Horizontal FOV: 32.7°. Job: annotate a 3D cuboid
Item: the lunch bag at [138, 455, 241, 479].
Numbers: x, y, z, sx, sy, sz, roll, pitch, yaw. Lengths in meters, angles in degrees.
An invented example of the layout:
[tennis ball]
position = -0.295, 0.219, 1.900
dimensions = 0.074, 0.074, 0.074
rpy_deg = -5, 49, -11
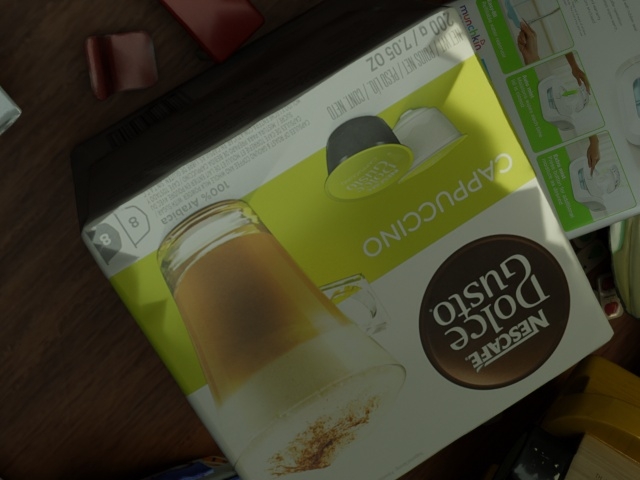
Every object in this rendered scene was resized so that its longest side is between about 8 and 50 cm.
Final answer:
[lunch bag]
position = -0.172, 0.356, 1.117
dimensions = 0.303, 0.115, 0.243
rpy_deg = -13, 110, -44

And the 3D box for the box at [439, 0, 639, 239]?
[box]
position = 0.270, -0.148, 1.084
dimensions = 0.231, 0.127, 0.262
rpy_deg = -22, 87, 12

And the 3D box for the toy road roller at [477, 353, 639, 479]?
[toy road roller]
position = 0.290, 0.284, 1.224
dimensions = 0.202, 0.329, 0.240
rpy_deg = 31, 52, 8

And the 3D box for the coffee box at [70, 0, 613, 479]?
[coffee box]
position = 0.000, 0.000, 1.015
dimensions = 0.338, 0.338, 0.334
rpy_deg = -31, 109, -5

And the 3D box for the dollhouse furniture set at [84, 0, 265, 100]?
[dollhouse furniture set]
position = -0.238, -0.272, 0.982
dimensions = 0.201, 0.152, 0.374
rpy_deg = -44, 110, -1

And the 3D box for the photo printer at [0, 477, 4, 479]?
[photo printer]
position = -0.407, 0.392, 1.127
dimensions = 0.308, 0.107, 0.256
rpy_deg = -29, 109, -6

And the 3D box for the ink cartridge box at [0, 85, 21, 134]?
[ink cartridge box]
position = -0.358, -0.192, 0.953
dimensions = 0.066, 0.189, 0.232
rpy_deg = -43, 110, -6

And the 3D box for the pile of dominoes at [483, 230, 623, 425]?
[pile of dominoes]
position = 0.237, 0.081, 1.257
dimensions = 0.251, 0.040, 0.196
rpy_deg = -39, 110, -2

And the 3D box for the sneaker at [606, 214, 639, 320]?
[sneaker]
position = 0.435, -0.094, 1.165
dimensions = 0.158, 0.182, 0.410
rpy_deg = 1, 109, -59
